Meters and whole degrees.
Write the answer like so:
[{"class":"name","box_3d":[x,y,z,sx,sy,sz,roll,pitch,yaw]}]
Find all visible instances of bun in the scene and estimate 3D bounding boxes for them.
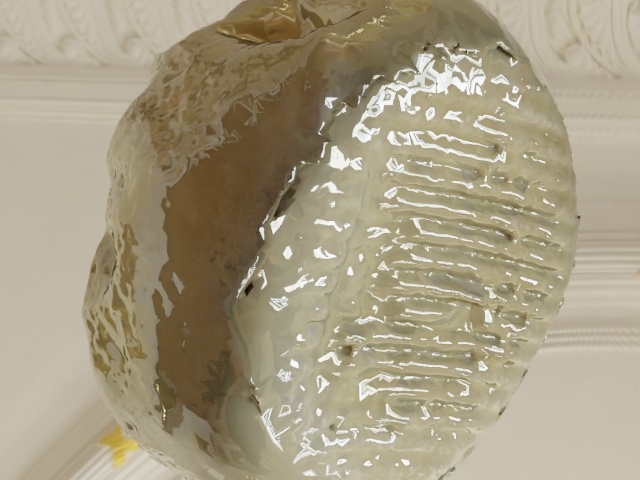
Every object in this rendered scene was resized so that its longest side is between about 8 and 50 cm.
[{"class":"bun","box_3d":[0.000,0.000,0.804,0.211,0.360,0.359,27,-83,45]}]
